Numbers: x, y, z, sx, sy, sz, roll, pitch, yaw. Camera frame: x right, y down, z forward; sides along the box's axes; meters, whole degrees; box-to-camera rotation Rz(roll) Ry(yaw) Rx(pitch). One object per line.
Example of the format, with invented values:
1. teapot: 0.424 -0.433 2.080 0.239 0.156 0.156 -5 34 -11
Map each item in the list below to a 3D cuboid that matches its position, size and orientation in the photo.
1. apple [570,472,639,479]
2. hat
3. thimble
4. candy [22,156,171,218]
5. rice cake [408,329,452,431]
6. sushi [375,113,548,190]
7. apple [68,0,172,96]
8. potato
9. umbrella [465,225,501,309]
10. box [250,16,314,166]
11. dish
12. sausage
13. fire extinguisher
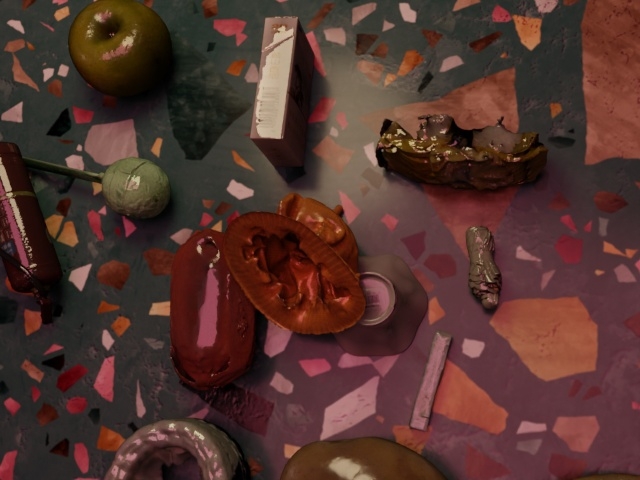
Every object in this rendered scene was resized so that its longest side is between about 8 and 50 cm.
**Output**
1. apple: 0.443 0.471 1.070 0.346 0.179 0.254 -2 88 11
2. hat: 0.000 0.000 1.293 0.244 0.233 0.233 6 34 24
3. thimble: -0.240 0.407 1.254 0.237 0.150 0.237 -3 76 13
4. candy: -0.482 -0.133 1.480 0.440 0.119 0.119 15 80 22
5. rice cake: 0.183 0.233 1.265 0.033 0.029 0.171 16 80 13
6. sushi: 0.236 -0.159 1.300 0.291 0.139 0.131 12 71 17
7. apple: -0.385 -0.370 1.479 0.196 0.157 0.196 -3 76 11
8. potato: 0.091 0.429 1.136 0.326 0.221 0.243 23 71 27
9. umbrella: 0.275 0.045 1.276 0.062 0.067 0.143 2 67 -17
10. box: -0.065 -0.267 1.385 0.067 0.149 0.233 3 77 11
11. dish: 0.086 0.105 1.300 0.191 0.066 0.190 -3 75 12
12. sausage: -0.185 0.115 1.315 0.152 0.152 0.279 -5 76 12
13. fire extinguisher: -0.569 -0.009 1.443 0.105 0.141 0.341 -18 79 -20
